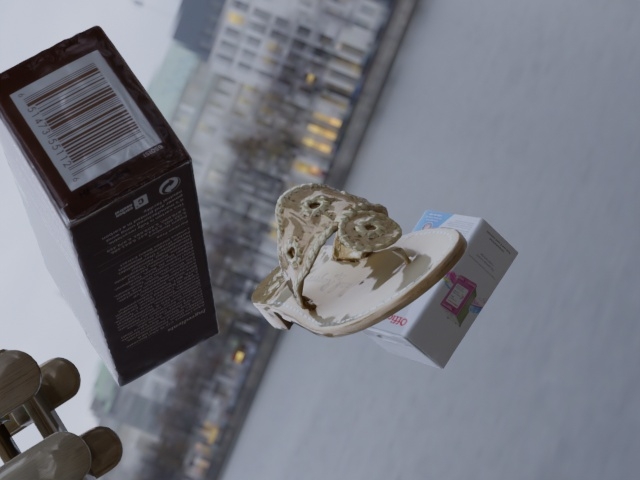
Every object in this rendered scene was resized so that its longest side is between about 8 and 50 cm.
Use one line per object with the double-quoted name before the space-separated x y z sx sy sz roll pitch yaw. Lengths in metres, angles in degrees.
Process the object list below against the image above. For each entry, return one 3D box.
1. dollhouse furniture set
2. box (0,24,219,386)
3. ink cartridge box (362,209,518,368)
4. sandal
"dollhouse furniture set" -0.183 0.185 1.271 0.161 0.242 0.212 -32 -6 -3
"box" -0.218 -0.023 1.565 0.143 0.191 0.381 -30 -25 -13
"ink cartridge box" 0.095 0.040 1.278 0.122 0.052 0.088 -54 27 -13
"sandal" -0.004 0.004 0.936 0.088 0.079 0.240 -46 12 -20
